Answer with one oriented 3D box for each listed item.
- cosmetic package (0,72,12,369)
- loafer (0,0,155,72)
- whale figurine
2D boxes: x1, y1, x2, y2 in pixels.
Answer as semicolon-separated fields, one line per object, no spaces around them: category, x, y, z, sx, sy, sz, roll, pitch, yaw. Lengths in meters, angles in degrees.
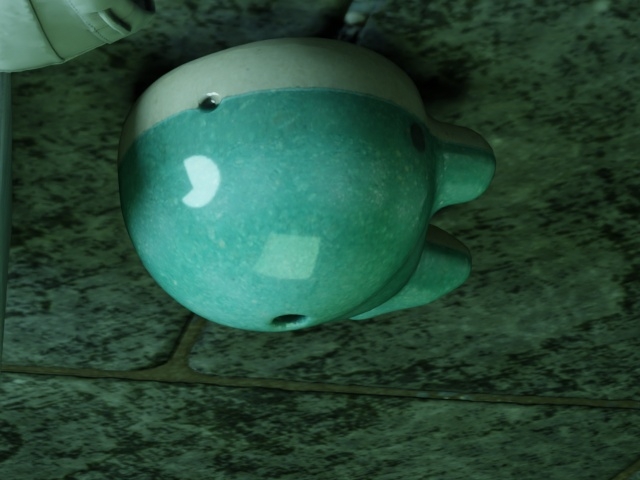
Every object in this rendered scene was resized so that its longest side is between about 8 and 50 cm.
cosmetic package;-0.218;-0.017;0.829;0.107;0.127;0.238;3;150;-14
loafer;-0.110;-0.169;0.583;0.111;0.112;0.319;-5;160;-8
whale figurine;0.000;0.000;0.870;0.216;0.141;0.272;-14;151;19
